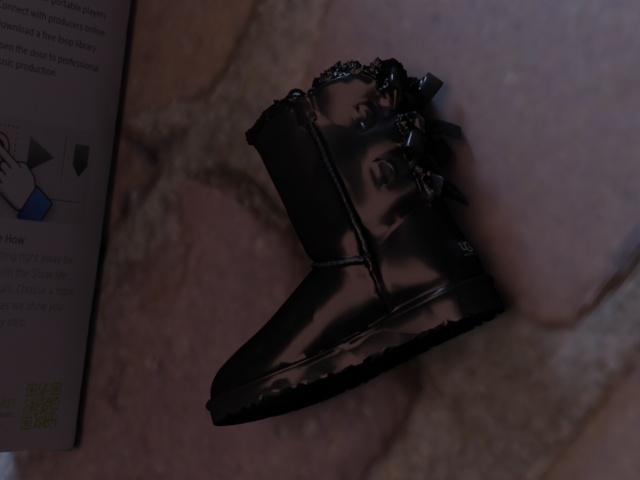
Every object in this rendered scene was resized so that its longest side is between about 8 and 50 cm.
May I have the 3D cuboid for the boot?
[{"bbox_3d":[-0.001,0.000,0.459,0.121,0.045,0.099,-28,73,23],"label":"boot"}]

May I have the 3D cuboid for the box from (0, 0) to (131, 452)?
[{"bbox_3d":[-0.165,-0.080,0.466,0.058,0.232,0.322,9,91,34],"label":"box"}]
